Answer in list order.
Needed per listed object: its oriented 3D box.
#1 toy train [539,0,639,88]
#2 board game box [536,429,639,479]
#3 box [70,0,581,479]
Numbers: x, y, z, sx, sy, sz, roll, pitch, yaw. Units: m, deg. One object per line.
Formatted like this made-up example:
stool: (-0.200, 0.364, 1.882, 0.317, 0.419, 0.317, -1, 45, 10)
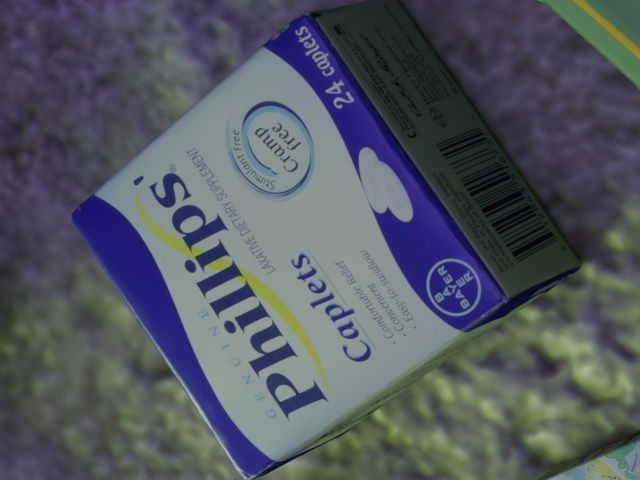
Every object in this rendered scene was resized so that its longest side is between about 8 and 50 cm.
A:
toy train: (0.094, -0.151, 0.548, 0.334, 0.142, 0.190, 46, 131, 30)
board game box: (0.154, 0.136, 0.704, 0.103, 0.026, 0.154, -29, 87, 31)
box: (0.000, 0.000, 0.731, 0.137, 0.072, 0.126, -38, 82, 31)
